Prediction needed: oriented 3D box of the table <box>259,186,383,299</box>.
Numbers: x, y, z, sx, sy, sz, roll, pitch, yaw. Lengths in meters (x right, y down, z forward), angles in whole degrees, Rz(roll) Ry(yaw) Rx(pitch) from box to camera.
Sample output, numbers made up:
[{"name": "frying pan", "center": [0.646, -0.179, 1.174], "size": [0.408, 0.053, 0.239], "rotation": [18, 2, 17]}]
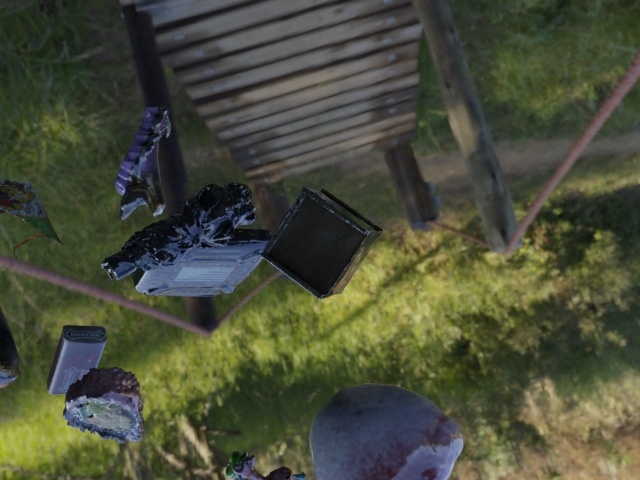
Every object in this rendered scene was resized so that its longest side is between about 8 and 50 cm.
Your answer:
[{"name": "table", "center": [0.000, 0.000, 1.683], "size": [0.169, 0.172, 0.193], "rotation": [-56, 169, 9]}]

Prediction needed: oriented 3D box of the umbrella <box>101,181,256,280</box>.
[{"name": "umbrella", "center": [-0.276, -0.013, 1.675], "size": [0.336, 0.128, 0.154], "rotation": [-32, 178, -36]}]

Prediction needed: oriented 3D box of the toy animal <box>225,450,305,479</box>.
[{"name": "toy animal", "center": [-0.132, 0.585, 2.000], "size": [0.208, 0.103, 0.100], "rotation": [23, 178, -22]}]

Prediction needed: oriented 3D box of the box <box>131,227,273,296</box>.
[{"name": "box", "center": [-0.288, 0.053, 2.015], "size": [0.290, 0.073, 0.289], "rotation": [2, 150, -31]}]

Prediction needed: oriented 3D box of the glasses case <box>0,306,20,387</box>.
[{"name": "glasses case", "center": [-0.558, 0.117, 1.315], "size": [0.067, 0.267, 0.103], "rotation": [-34, 158, 4]}]

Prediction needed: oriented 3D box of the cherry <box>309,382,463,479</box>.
[{"name": "cherry", "center": [0.132, 0.467, 1.858], "size": [0.291, 0.326, 0.335], "rotation": [22, 114, -46]}]

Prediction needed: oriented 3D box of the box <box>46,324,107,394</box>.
[{"name": "box", "center": [-0.665, 0.328, 2.240], "size": [0.120, 0.069, 0.224], "rotation": [7, 129, -30]}]

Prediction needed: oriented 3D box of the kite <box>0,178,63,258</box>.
[{"name": "kite", "center": [-0.451, -0.034, 1.131], "size": [0.006, 0.198, 0.244], "rotation": [-55, -174, 24]}]

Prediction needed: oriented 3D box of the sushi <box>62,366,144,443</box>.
[{"name": "sushi", "center": [-0.470, 0.376, 1.902], "size": [0.161, 0.107, 0.241], "rotation": [-36, 130, 28]}]

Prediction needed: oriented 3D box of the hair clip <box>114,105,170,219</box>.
[{"name": "hair clip", "center": [-0.283, -0.141, 1.353], "size": [0.084, 0.292, 0.106], "rotation": [14, 128, -13]}]
